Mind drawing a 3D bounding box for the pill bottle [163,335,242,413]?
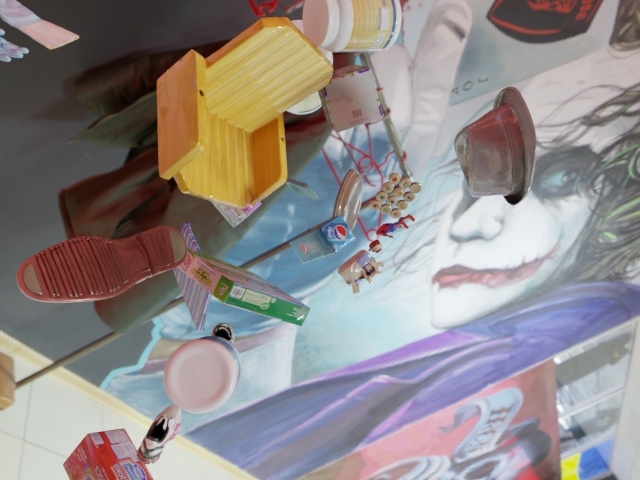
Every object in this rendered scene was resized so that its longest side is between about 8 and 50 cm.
[{"bbox_3d":[-0.260,0.299,1.174,0.153,0.153,0.265,64,-8,6],"label":"pill bottle"}]

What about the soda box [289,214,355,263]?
[{"bbox_3d":[0.000,0.000,1.269,0.071,0.067,0.210,58,-26,-5],"label":"soda box"}]

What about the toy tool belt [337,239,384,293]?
[{"bbox_3d":[0.072,0.042,0.803,0.051,0.083,0.052,53,-4,-13],"label":"toy tool belt"}]

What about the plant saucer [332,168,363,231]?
[{"bbox_3d":[0.103,-0.124,1.864,0.278,0.041,0.278,14,90,-75],"label":"plant saucer"}]

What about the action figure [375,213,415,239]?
[{"bbox_3d":[0.145,-0.024,1.024,0.030,0.038,0.115,45,-25,-13],"label":"action figure"}]

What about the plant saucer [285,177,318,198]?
[{"bbox_3d":[-0.074,-0.186,1.809,0.067,0.018,0.192,51,-13,-30],"label":"plant saucer"}]

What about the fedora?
[{"bbox_3d":[0.376,-0.195,1.138,0.275,0.124,0.244,67,12,-64],"label":"fedora"}]

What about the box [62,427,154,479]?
[{"bbox_3d":[-0.530,0.629,1.309,0.257,0.123,0.128,44,10,27],"label":"box"}]

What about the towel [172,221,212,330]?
[{"bbox_3d":[-0.446,0.122,1.795,0.336,0.040,0.243,54,-46,40],"label":"towel"}]

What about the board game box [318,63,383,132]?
[{"bbox_3d":[0.076,-0.428,1.508,0.275,0.144,0.142,-105,177,-69],"label":"board game box"}]

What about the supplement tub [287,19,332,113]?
[{"bbox_3d":[-0.075,-0.632,1.880,0.236,0.235,0.325,64,-6,7],"label":"supplement tub"}]

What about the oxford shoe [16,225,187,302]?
[{"bbox_3d":[-0.430,0.059,1.007,0.348,0.130,0.123,-13,84,-55],"label":"oxford shoe"}]

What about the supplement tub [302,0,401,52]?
[{"bbox_3d":[0.073,-0.518,1.190,0.144,0.199,0.145,32,-52,53],"label":"supplement tub"}]

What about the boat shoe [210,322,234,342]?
[{"bbox_3d":[-0.303,0.301,1.588,0.077,0.070,0.219,23,13,-9],"label":"boat shoe"}]

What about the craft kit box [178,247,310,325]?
[{"bbox_3d":[-0.188,0.109,1.214,0.249,0.061,0.246,26,2,-44],"label":"craft kit box"}]

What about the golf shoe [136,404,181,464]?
[{"bbox_3d":[-0.392,0.472,1.283,0.067,0.086,0.186,26,20,-4],"label":"golf shoe"}]

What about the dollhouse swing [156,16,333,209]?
[{"bbox_3d":[-0.137,-0.269,1.169,0.346,0.304,0.315,17,66,-63],"label":"dollhouse swing"}]

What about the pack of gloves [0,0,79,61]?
[{"bbox_3d":[-0.669,-0.459,1.059,0.232,0.195,0.046,30,-42,9],"label":"pack of gloves"}]

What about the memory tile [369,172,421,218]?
[{"bbox_3d":[0.228,-0.134,1.550,0.113,0.148,0.012,22,37,-16],"label":"memory tile"}]

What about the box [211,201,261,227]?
[{"bbox_3d":[-0.353,-0.196,1.793,0.293,0.057,0.201,50,-30,-7],"label":"box"}]
